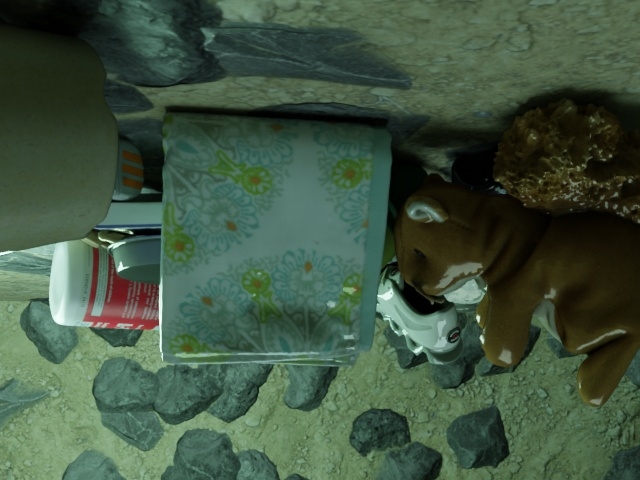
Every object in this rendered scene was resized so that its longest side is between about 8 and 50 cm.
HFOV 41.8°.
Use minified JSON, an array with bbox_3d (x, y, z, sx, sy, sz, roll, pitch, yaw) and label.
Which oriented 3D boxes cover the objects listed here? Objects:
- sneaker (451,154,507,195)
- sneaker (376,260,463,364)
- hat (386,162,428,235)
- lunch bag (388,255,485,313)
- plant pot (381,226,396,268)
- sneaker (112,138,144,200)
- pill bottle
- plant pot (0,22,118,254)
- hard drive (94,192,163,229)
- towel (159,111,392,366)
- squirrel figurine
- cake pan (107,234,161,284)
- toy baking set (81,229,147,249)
[{"bbox_3d":[0.315,-0.091,1.302,0.232,0.081,0.090,-1,146,28],"label":"sneaker"},{"bbox_3d":[0.144,0.086,1.596,0.122,0.146,0.330,-32,-133,-29],"label":"sneaker"},{"bbox_3d":[0.174,-0.102,1.374,0.183,0.173,0.208,-32,-168,-3],"label":"hat"},{"bbox_3d":[0.284,0.077,2.026,0.235,0.169,0.287,2,162,12],"label":"lunch bag"},{"bbox_3d":[0.000,0.000,1.475,0.293,0.274,0.275,-12,180,-42],"label":"plant pot"},{"bbox_3d":[-0.405,-0.108,1.199,0.180,0.124,0.321,-4,168,18],"label":"sneaker"},{"bbox_3d":[-0.426,0.101,2.021,0.408,0.229,0.229,7,168,-27],"label":"pill bottle"},{"bbox_3d":[-0.385,-0.099,0.839,0.305,0.333,0.334,-4,174,-36],"label":"plant pot"},{"bbox_3d":[-0.313,-0.054,1.430,0.210,0.040,0.319,-2,-174,-24],"label":"hard drive"},{"bbox_3d":[-0.070,0.009,1.211,0.321,0.374,0.090,1,-162,-11],"label":"towel"},{"bbox_3d":[0.305,-0.022,1.188,0.370,0.397,0.281,27,-154,12],"label":"squirrel figurine"},{"bbox_3d":[-0.286,0.045,1.712,0.293,0.054,0.293,-1,167,0],"label":"cake pan"},{"bbox_3d":[-0.440,-0.008,1.765,0.197,0.030,0.256,0,153,40],"label":"toy baking set"}]
